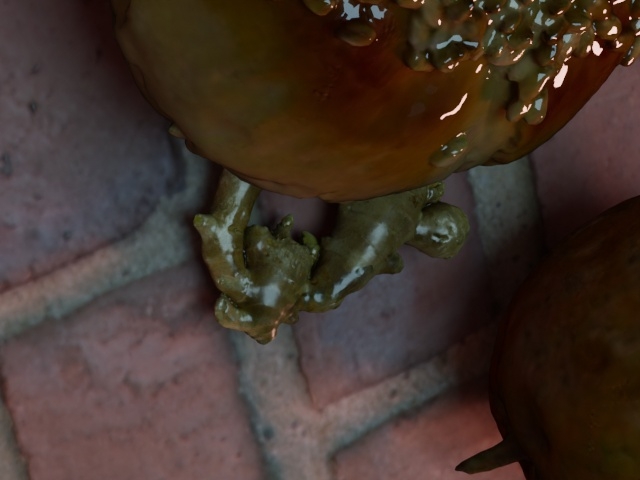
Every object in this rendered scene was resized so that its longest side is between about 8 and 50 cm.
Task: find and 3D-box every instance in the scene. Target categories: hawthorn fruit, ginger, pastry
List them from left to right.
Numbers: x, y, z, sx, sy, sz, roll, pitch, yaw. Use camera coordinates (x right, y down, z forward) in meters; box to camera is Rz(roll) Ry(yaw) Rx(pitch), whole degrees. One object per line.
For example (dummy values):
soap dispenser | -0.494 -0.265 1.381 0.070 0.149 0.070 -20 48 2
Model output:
ginger | 0.000 0.000 1.156 0.193 0.052 0.176 35 81 -24
pastry | 0.052 -0.214 1.022 0.409 0.245 0.410 -5 101 -31
hawthorn fruit | 0.236 0.112 1.207 0.298 0.277 0.277 -19 112 0
